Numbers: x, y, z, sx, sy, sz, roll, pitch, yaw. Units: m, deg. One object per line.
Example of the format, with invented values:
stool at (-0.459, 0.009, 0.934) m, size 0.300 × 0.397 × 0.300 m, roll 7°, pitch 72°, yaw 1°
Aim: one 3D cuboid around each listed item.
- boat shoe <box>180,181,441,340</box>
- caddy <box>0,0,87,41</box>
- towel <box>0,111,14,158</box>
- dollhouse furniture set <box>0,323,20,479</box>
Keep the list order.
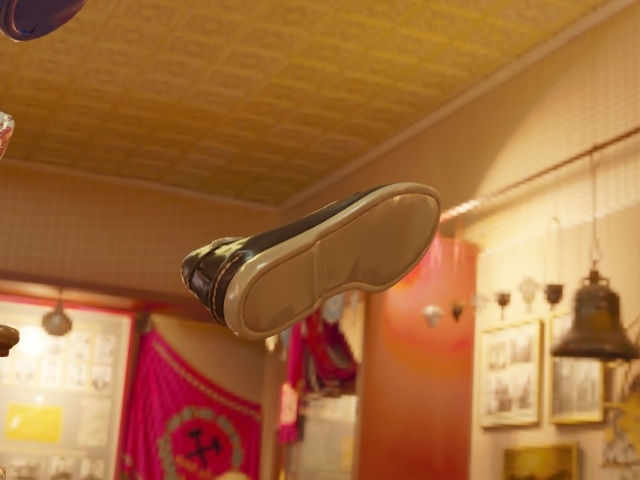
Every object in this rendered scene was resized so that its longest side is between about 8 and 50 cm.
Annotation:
boat shoe at (0.000, 0.000, 0.710) m, size 0.065 × 0.075 × 0.206 m, roll 24°, pitch 32°, yaw 35°
caddy at (-0.127, -0.276, 0.669) m, size 0.241 × 0.179 × 0.341 m, roll -30°, pitch -3°, yaw -41°
towel at (-0.128, 0.041, 0.287) m, size 0.029 × 0.144 × 0.197 m, roll 21°, pitch 10°, yaw -3°
dollhouse furniture set at (-0.210, 0.153, 0.627) m, size 0.101 × 0.182 × 0.161 m, roll -3°, pitch -18°, yaw -3°
